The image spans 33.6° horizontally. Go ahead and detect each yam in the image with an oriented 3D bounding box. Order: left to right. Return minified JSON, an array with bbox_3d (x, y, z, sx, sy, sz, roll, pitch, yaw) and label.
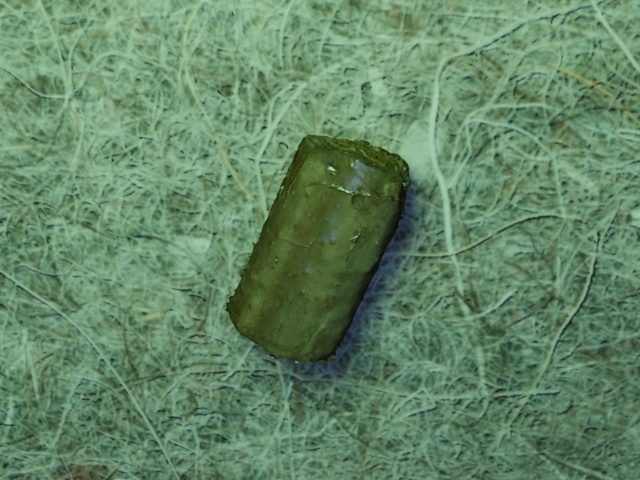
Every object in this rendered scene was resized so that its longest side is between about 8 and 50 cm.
[{"bbox_3d":[0.000,0.001,1.109,0.129,0.128,0.238,4,120,-34],"label":"yam"}]
